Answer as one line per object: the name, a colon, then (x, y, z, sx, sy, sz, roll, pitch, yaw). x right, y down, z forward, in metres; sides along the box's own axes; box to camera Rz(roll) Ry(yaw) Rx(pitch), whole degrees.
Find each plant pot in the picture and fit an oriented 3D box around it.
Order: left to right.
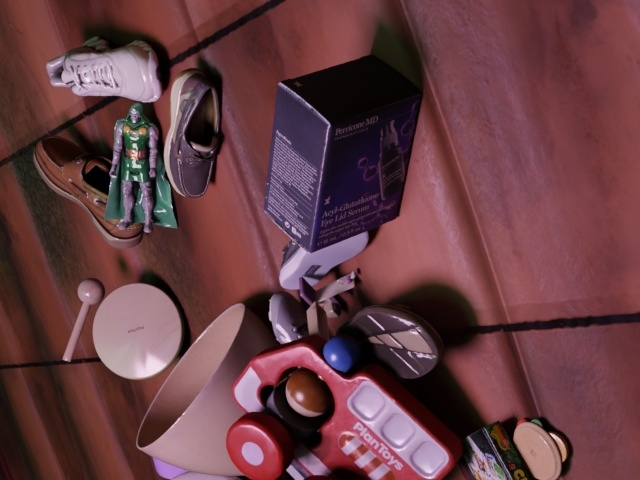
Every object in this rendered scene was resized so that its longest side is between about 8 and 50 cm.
plant pot: (-0.137, 0.271, 1.885, 0.191, 0.284, 0.284, 38, 150, -12)

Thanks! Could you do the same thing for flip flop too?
flip flop: (0.100, 0.129, 1.591, 0.112, 0.080, 0.277, 54, 163, -1)

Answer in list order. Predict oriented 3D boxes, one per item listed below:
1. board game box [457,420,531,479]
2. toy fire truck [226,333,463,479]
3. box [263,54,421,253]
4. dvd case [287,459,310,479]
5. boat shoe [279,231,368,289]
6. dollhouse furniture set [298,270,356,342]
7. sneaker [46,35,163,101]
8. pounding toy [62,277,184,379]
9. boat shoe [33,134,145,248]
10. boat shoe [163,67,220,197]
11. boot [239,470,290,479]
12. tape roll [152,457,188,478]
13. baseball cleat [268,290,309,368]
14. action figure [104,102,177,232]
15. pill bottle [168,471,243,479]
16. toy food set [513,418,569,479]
board game box: (0.260, 0.367, 1.509, 0.260, 0.030, 0.136, 62, 155, 12)
toy fire truck: (0.026, 0.255, 1.617, 0.302, 0.169, 0.254, 44, 125, 10)
box: (0.025, -0.111, 1.481, 0.108, 0.153, 0.207, 43, 141, 34)
dvd case: (0.038, 0.364, 1.823, 0.179, 0.029, 0.239, 46, 145, 7)
boat shoe: (0.000, 0.000, 1.669, 0.228, 0.080, 0.076, 132, 137, -60)
dollhouse furniture set: (0.030, 0.102, 1.665, 0.091, 0.081, 0.114, 49, -156, -40)
sneaker: (-0.370, -0.286, 2.002, 0.292, 0.118, 0.110, 14, 118, 51)
pounding toy: (-0.359, 0.172, 2.252, 0.236, 0.110, 0.183, 10, 87, 15)
boat shoe: (-0.432, -0.120, 2.214, 0.307, 0.110, 0.104, 40, 136, 22)
boat shoe: (-0.199, -0.160, 1.855, 0.073, 0.080, 0.224, 39, 134, 45)
boot: (-0.087, 0.534, 2.100, 0.223, 0.118, 0.338, 60, 142, 25)
tape roll: (-0.213, 0.347, 2.076, 0.189, 0.189, 0.080, 6, 113, 55)
baseball cleat: (-0.005, 0.168, 1.788, 0.109, 0.072, 0.206, -14, 103, 46)
action figure: (-0.323, -0.130, 2.043, 0.063, 0.137, 0.232, -76, -11, -67)
pill bottle: (-0.237, 0.552, 2.033, 0.229, 0.229, 0.408, 60, 154, 12)
toy food set: (0.273, 0.262, 1.458, 0.082, 0.020, 0.083, 38, 138, 39)
